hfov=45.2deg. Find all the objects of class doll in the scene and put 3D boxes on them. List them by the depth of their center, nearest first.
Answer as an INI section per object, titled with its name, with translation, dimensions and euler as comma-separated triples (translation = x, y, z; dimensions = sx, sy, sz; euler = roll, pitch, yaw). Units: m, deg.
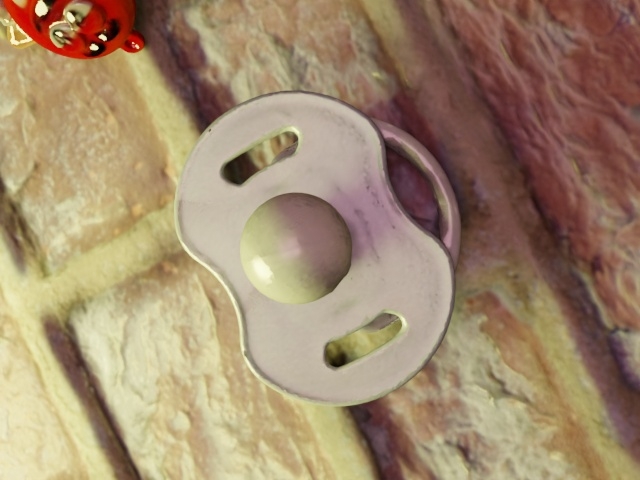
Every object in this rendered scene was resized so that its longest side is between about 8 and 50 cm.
[doll]
translation = -0.271, -0.254, 0.754
dimensions = 0.183, 0.085, 0.217
euler = -26, 119, 32

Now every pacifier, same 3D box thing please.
[pacifier]
translation = 0.000, 0.000, 0.658
dimensions = 0.244, 0.233, 0.299
euler = -31, 88, 8
